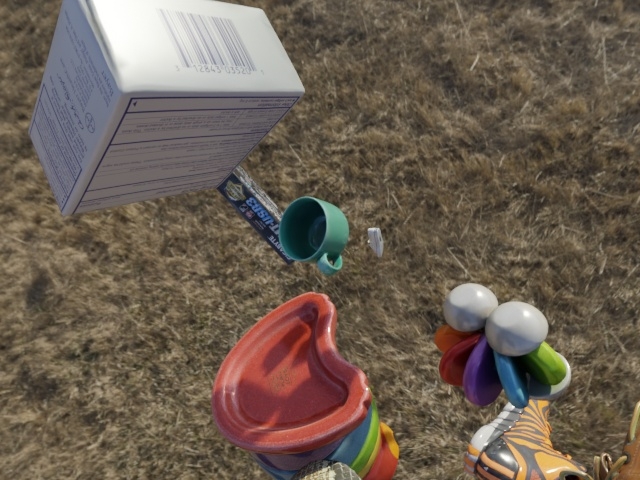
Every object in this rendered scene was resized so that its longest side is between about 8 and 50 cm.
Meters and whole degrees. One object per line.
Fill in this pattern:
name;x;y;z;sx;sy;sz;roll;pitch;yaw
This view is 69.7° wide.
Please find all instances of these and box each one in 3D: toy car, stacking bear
toy car;0.233;0.159;0.630;0.136;0.159;0.182;-44;30;-13
stacking bear;0.010;0.231;0.564;0.164;0.289;0.175;-28;40;2

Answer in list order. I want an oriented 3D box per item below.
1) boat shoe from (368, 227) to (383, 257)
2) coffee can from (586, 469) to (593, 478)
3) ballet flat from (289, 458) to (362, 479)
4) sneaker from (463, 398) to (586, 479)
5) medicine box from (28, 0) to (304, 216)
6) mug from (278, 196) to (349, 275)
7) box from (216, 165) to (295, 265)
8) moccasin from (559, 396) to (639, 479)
boat shoe;0.146;0.005;1.235;0.035;0.100;0.035;7;49;24
coffee can;0.518;0.547;0.740;0.202;0.275;0.201;11;115;25
ballet flat;-0.035;0.400;0.277;0.164;0.182;0.482;-16;61;39
sneaker;0.430;0.417;0.902;0.180;0.321;0.124;21;113;40
medicine box;-0.221;-0.179;0.644;0.289;0.264;0.149;-33;80;44
mug;-0.007;-0.003;0.938;0.130;0.097;0.157;-5;79;38
box;-0.174;-0.091;1.308;0.073;0.295;0.293;-41;18;5
moccasin;0.368;0.284;0.504;0.139;0.147;0.379;29;74;-4
